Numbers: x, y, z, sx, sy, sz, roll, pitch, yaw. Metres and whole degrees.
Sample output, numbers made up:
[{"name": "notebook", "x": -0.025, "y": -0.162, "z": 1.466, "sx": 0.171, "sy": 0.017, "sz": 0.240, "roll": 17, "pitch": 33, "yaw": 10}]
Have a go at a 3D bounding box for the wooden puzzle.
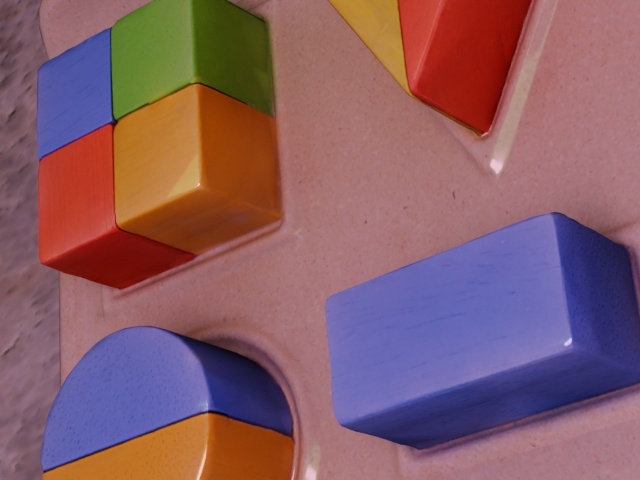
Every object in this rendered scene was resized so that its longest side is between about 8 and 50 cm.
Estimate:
[{"name": "wooden puzzle", "x": 0.000, "y": 0.000, "z": 0.602, "sx": 0.322, "sy": 0.080, "sz": 0.347, "roll": -22, "pitch": 65, "yaw": 34}]
